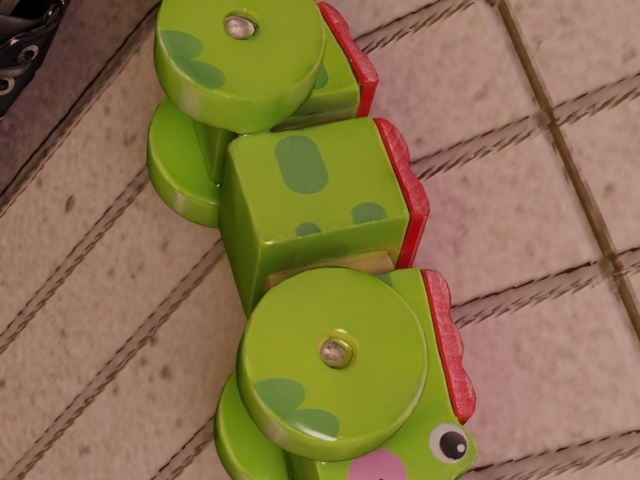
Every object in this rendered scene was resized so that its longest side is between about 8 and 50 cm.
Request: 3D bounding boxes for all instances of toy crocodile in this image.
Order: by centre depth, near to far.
[{"bbox_3d":[0.000,0.000,0.582,0.115,0.105,0.341,106,151,-63],"label":"toy crocodile"}]

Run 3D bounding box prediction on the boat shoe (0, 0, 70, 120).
[{"bbox_3d":[-0.179,-0.134,0.744,0.113,0.127,0.340,16,81,53],"label":"boat shoe"}]
